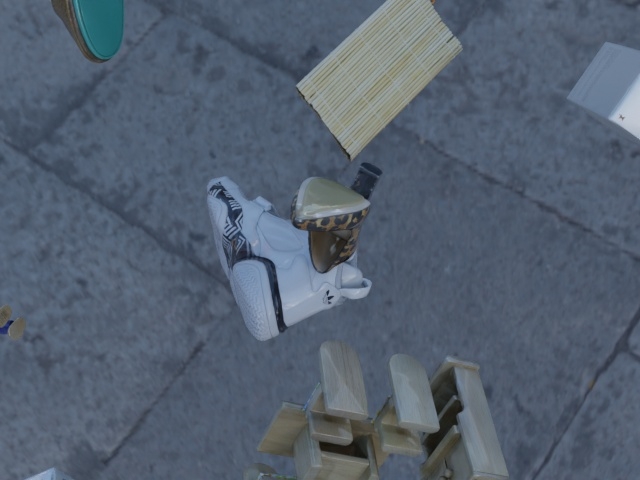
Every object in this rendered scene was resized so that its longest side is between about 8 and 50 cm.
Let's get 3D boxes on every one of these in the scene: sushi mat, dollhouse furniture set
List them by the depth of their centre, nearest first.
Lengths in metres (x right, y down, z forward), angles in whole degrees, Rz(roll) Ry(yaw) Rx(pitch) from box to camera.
[{"bbox_3d":[0.056,0.200,1.149,0.242,0.212,0.161,14,38,-20],"label":"dollhouse furniture set"},{"bbox_3d":[0.102,-0.283,1.759,0.316,0.019,0.151,-46,105,-25],"label":"sushi mat"}]

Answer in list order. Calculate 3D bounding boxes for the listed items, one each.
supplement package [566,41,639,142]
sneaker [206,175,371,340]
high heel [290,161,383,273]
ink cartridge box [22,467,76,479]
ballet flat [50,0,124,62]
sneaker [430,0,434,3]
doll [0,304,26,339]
[{"bbox_3d":[0.443,-0.202,1.525,0.105,0.179,0.105,32,101,-14],"label":"supplement package"},{"bbox_3d":[-0.058,0.006,1.784,0.210,0.137,0.366,-15,41,-11],"label":"sneaker"},{"bbox_3d":[0.000,0.000,1.524,0.093,0.186,0.261,32,25,14],"label":"high heel"},{"bbox_3d":[-0.370,0.389,1.419,0.232,0.189,0.066,-28,44,20],"label":"ink cartridge box"},{"bbox_3d":[-0.373,-0.431,1.580,0.124,0.343,0.116,12,35,30],"label":"ballet flat"},{"bbox_3d":[0.163,-0.423,1.883,0.083,0.215,0.084,16,60,17],"label":"sneaker"},{"bbox_3d":[-0.595,0.136,1.855,0.189,0.129,0.046,-4,49,35],"label":"doll"}]
